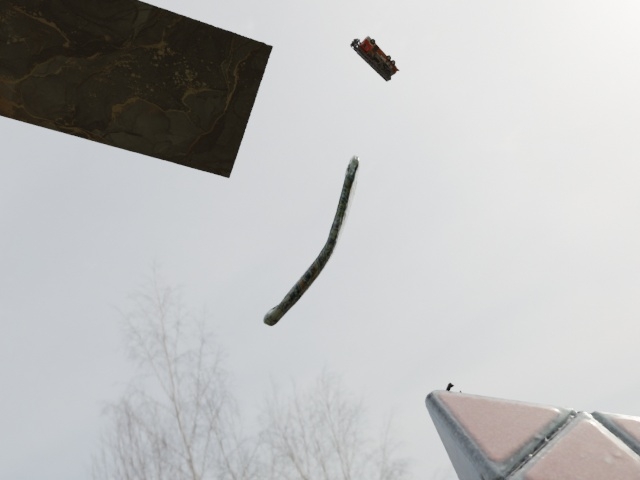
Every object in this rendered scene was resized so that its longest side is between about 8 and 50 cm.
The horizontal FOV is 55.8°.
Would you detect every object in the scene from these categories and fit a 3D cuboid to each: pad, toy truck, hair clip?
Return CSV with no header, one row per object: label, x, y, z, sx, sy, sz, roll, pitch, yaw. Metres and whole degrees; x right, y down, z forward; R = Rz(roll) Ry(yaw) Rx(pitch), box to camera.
pad,-0.275,-0.221,0.837,0.367,0.007,0.248,15,-46,-14
toy truck,0.083,-0.279,0.920,0.083,0.024,0.032,44,-93,-12
hair clip,0.002,0.001,0.688,0.036,0.229,0.066,27,-18,3

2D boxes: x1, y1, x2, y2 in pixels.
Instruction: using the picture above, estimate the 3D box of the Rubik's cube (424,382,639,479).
Rubik's cube,0.199,0.201,0.319,0.228,0.233,0.229,32,-38,-20
